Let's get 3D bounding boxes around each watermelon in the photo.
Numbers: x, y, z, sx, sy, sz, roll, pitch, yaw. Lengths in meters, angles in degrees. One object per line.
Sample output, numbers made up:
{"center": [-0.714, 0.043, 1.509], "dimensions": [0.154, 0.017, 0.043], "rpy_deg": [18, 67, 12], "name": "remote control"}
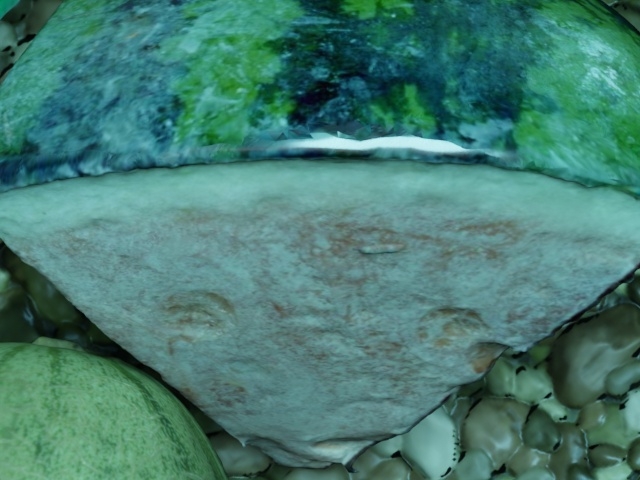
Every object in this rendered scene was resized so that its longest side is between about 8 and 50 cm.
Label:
{"center": [-0.023, -0.033, 0.693], "dimensions": [0.250, 0.283, 0.292], "rpy_deg": [30, 115, -14], "name": "watermelon"}

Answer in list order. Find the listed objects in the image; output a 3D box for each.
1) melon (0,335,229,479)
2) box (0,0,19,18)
{"center": [-0.144, 0.208, 0.688], "dimensions": [0.248, 0.248, 0.329], "rpy_deg": [11, 88, -3], "name": "melon"}
{"center": [-0.169, -0.254, 0.702], "dimensions": [0.336, 0.106, 0.264], "rpy_deg": [-38, 95, 15], "name": "box"}
